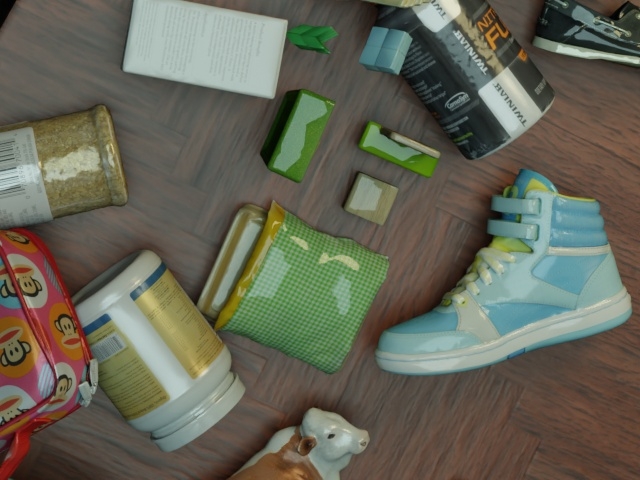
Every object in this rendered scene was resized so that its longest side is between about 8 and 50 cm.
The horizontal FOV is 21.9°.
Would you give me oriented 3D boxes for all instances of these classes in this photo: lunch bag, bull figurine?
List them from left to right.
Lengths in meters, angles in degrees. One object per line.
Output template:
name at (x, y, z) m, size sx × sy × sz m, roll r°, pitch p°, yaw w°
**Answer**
lunch bag at (-0.395, 0.146, 1.804) m, size 0.293 × 0.120 × 0.258 m, roll -28°, pitch 80°, yaw 20°
bull figurine at (-0.063, 0.332, 1.946) m, size 0.310 × 0.101 × 0.188 m, roll -30°, pitch 102°, yaw -4°

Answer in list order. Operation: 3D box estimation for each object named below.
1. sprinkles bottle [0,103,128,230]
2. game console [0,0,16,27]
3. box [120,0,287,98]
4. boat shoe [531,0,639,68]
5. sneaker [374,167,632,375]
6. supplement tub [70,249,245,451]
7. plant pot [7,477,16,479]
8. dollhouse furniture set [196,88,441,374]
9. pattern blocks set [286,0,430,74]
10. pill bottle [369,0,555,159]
sprinkles bottle at (-0.398, -0.058, 1.844) m, size 0.355 × 0.121 × 0.121 m, roll -13°, pitch 98°, yaw -6°
game console at (-0.390, -0.375, 1.705) m, size 0.060 × 0.342 × 0.386 m, roll 39°, pitch 104°, yaw 26°
box at (-0.133, -0.219, 1.856) m, size 0.171 × 0.130 × 0.091 m, roll 9°, pitch 95°, yaw -9°
boat shoe at (0.369, -0.241, 1.944) m, size 0.233 × 0.084 × 0.079 m, roll 11°, pitch 96°, yaw -6°
sneaker at (0.198, 0.031, 1.936) m, size 0.319 × 0.127 × 0.208 m, roll -15°, pitch 101°, yaw -15°
supplement tub at (-0.192, 0.126, 1.882) m, size 0.144 × 0.144 × 0.199 m, roll -36°, pitch 100°, yaw -2°
plant pot at (-0.353, 0.405, 1.846) m, size 0.272 × 0.272 × 0.255 m, roll 30°, pitch 79°, yaw -10°
dollhouse furniture set at (0.000, 0.000, 1.889) m, size 0.198 × 0.151 × 0.301 m, roll 23°, pitch 94°, yaw -10°
pattern blocks set at (0.081, -0.342, 1.824) m, size 0.026 × 0.285 × 0.324 m, roll 33°, pitch 86°, yaw -50°
pill bottle at (0.148, -0.223, 1.893) m, size 0.130 × 0.130 × 0.245 m, roll -39°, pitch 100°, yaw -2°
